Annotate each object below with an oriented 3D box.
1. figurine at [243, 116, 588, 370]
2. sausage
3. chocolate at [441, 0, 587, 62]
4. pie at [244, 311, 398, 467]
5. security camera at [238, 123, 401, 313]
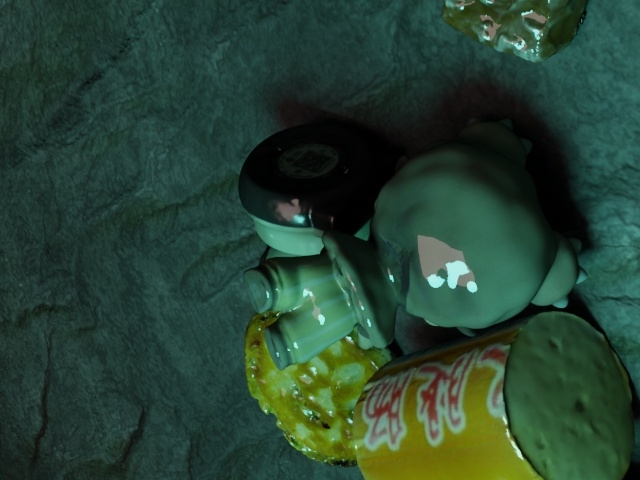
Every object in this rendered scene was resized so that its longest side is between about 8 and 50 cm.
[{"bbox_3d":[0.103,0.017,1.138,0.203,0.380,0.248,103,144,-77],"label":"figurine"},{"bbox_3d":[0.214,0.228,1.267,0.287,0.233,0.233,-25,97,48],"label":"sausage"},{"bbox_3d":[0.213,-0.302,1.028,0.148,0.093,0.214,29,132,25],"label":"chocolate"},{"bbox_3d":[0.013,0.220,1.562,0.315,0.092,0.315,21,129,27],"label":"pie"},{"bbox_3d":[0.000,0.000,1.366,0.191,0.197,0.277,17,135,30],"label":"security camera"}]
